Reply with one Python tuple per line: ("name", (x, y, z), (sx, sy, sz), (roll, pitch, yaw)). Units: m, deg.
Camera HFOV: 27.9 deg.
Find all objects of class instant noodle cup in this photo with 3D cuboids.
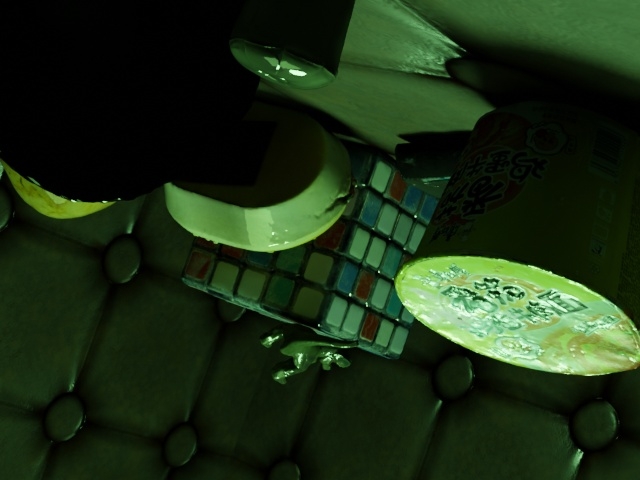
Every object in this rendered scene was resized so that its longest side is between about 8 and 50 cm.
("instant noodle cup", (0.224, -0.006, 1.317), (0.264, 0.200, 0.264), (16, 157, 7))

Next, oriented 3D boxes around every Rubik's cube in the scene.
("Rubik's cube", (0.000, 0.000, 2.085), (0.292, 0.287, 0.293), (16, 174, 32))

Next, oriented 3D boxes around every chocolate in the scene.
("chocolate", (-0.214, -0.191, 1.185), (0.283, 0.283, 0.186), (23, -164, -35))

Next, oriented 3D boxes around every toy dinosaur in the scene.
("toy dinosaur", (0.007, 0.143, 1.907), (0.179, 0.087, 0.187), (-27, 167, 26))

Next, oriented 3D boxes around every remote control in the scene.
("remote control", (0.223, -0.080, 1.605), (0.144, 0.062, 0.399), (22, 174, -21))

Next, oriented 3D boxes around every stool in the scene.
("stool", (-0.020, -0.187, 1.086), (0.096, 0.110, 0.096), (18, 176, 1))

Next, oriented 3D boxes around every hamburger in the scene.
("hamburger", (-0.093, -0.090, 1.873), (0.295, 0.227, 0.151), (21, 153, 29))

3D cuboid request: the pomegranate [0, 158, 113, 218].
("pomegranate", (-0.402, -0.157, 2.136), (0.260, 0.260, 0.260), (20, 175, 2))
